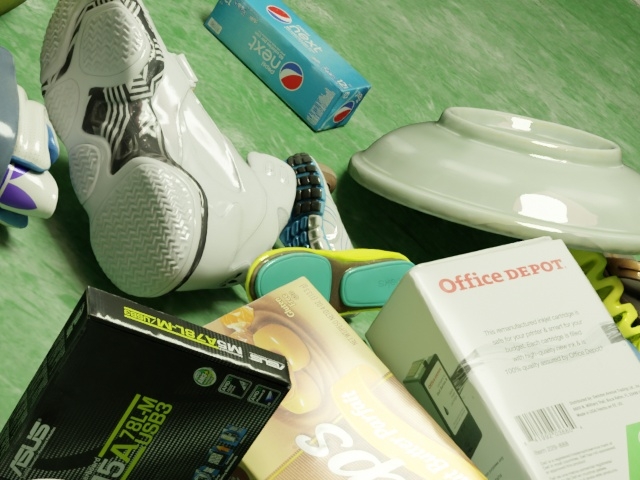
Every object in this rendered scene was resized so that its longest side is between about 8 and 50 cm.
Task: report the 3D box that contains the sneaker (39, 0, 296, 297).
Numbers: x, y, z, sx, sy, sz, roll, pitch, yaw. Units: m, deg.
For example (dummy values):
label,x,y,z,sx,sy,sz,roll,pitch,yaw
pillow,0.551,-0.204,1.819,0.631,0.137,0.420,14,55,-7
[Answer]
label,x,y,z,sx,sy,sz,roll,pitch,yaw
sneaker,-0.151,-0.099,1.935,0.210,0.137,0.365,15,51,-50

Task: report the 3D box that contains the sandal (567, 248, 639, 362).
label,x,y,z,sx,sy,sz,roll,pitch,yaw
sandal,0.322,0.154,2.136,0.138,0.126,0.317,-33,73,-21

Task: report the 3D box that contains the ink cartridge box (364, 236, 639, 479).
label,x,y,z,sx,sy,sz,roll,pitch,yaw
ink cartridge box,0.209,0.156,1.904,0.211,0.121,0.289,-10,59,-34

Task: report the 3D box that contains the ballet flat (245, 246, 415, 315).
label,x,y,z,sx,sy,sz,roll,pitch,yaw
ballet flat,-0.004,0.041,1.903,0.231,0.077,0.077,-1,9,-43

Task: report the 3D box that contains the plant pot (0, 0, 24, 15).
label,x,y,z,sx,sy,sz,roll,pitch,yaw
plant pot,-0.382,-0.340,2.026,0.275,0.275,0.293,39,13,9

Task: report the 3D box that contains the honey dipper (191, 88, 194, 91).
label,x,y,z,sx,sy,sz,roll,pitch,yaw
honey dipper,-0.147,-0.139,2.161,0.030,0.030,0.160,24,28,-17

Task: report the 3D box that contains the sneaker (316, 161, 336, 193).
label,x,y,z,sx,sy,sz,roll,pitch,yaw
sneaker,-0.054,-0.042,2.093,0.188,0.066,0.071,-2,62,-40

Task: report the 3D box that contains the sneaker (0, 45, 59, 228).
label,x,y,z,sx,sy,sz,roll,pitch,yaw
sneaker,-0.354,-0.083,1.759,0.236,0.130,0.323,29,24,-1

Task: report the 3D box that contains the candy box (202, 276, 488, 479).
label,x,y,z,sx,sy,sz,roll,pitch,yaw
candy box,0.006,0.195,1.700,0.183,0.087,0.316,-26,63,-33

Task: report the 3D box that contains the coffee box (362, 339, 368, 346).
label,x,y,z,sx,sy,sz,roll,pitch,yaw
coffee box,0.008,0.157,1.862,0.113,0.040,0.184,17,33,-27

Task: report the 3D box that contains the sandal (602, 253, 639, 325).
label,x,y,z,sx,sy,sz,roll,pitch,yaw
sandal,0.395,0.041,2.409,0.090,0.060,0.219,13,35,-33

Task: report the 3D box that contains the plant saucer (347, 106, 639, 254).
label,x,y,z,sx,sy,sz,roll,pitch,yaw
plant saucer,0.235,-0.083,2.226,0.400,0.100,0.400,12,11,-2

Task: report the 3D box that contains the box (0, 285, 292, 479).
label,x,y,z,sx,sy,sz,roll,pitch,yaw
box,-0.148,0.144,1.568,0.184,0.190,0.045,20,31,-25

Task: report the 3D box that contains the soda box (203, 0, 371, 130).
label,x,y,z,sx,sy,sz,roll,pitch,yaw
soda box,-0.041,-0.228,2.362,0.210,0.067,0.071,45,30,18

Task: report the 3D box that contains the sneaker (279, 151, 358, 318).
label,x,y,z,sx,sy,sz,roll,pitch,yaw
sneaker,0.000,0.000,2.038,0.083,0.071,0.190,11,63,-56

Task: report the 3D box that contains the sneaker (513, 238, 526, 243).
label,x,y,z,sx,sy,sz,roll,pitch,yaw
sneaker,0.224,0.036,2.212,0.051,0.089,0.170,36,29,4

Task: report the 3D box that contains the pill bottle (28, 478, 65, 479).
label,x,y,z,sx,sy,sz,roll,pitch,yaw
pill bottle,-0.190,0.290,1.375,0.124,0.124,0.221,16,33,-30
